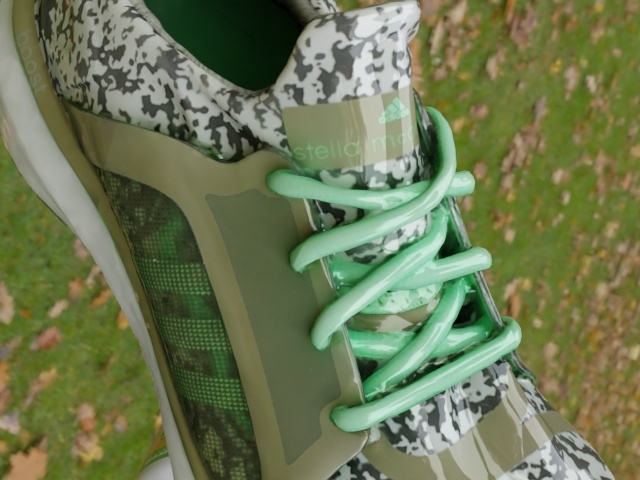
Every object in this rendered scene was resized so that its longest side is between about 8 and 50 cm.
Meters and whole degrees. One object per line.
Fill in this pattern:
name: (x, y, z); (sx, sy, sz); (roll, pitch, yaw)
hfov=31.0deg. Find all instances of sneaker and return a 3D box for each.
sneaker: (0.000, 0.000, 0.429); (0.158, 0.410, 0.182); (-29, 162, -29)

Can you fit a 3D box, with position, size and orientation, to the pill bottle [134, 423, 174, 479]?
pill bottle: (-0.133, 0.273, 1.264); (0.246, 0.136, 0.136); (-72, 171, -69)
